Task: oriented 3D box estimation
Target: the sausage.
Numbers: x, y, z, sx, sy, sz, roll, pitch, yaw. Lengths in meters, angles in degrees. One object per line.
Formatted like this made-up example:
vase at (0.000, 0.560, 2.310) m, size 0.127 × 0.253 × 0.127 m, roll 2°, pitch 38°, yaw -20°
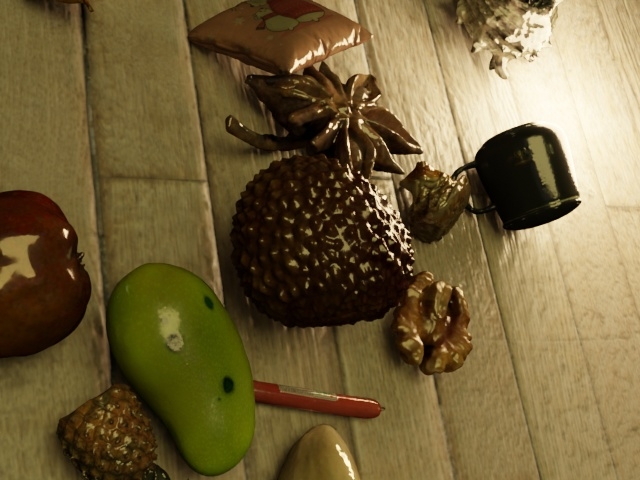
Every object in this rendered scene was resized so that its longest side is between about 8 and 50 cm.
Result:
sausage at (-0.016, 0.233, 1.279) m, size 0.253 × 0.034 × 0.034 m, roll 13°, pitch 62°, yaw -25°

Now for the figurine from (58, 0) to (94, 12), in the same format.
figurine at (-0.416, -0.454, 1.320) m, size 0.156 × 0.131 × 0.246 m, roll -31°, pitch 85°, yaw -1°

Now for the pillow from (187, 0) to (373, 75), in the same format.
pillow at (-0.065, -0.346, 1.454) m, size 0.223 × 0.084 × 0.236 m, roll 30°, pitch 47°, yaw 29°

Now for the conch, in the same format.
conch at (0.367, -0.481, 1.754) m, size 0.241 × 0.186 × 0.313 m, roll 20°, pitch 79°, yaw -10°

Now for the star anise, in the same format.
star anise at (0.015, -0.190, 1.447) m, size 0.292 × 0.109 × 0.349 m, roll 36°, pitch 43°, yaw 8°

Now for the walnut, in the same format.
walnut at (0.176, 0.139, 1.409) m, size 0.143 × 0.069 × 0.170 m, roll 29°, pitch 56°, yaw -13°

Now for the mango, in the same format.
mango at (-0.175, 0.165, 1.155) m, size 0.175 × 0.143 × 0.293 m, roll -23°, pitch 86°, yaw -53°

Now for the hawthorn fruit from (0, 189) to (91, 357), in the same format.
hawthorn fruit at (-0.411, 0.049, 1.060) m, size 0.248 × 0.208 × 0.208 m, roll -14°, pitch 75°, yaw -16°

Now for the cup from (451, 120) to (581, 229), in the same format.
cup at (0.352, -0.105, 1.581) m, size 0.223 × 0.169 × 0.176 m, roll -19°, pitch 84°, yaw 1°

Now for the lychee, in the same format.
lychee at (0.000, 0.000, 1.260) m, size 0.267 × 0.267 × 0.267 m, roll 12°, pitch 63°, yaw -24°

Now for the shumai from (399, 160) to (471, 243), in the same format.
shumai at (0.186, -0.073, 1.499) m, size 0.116 × 0.145 × 0.145 m, roll 34°, pitch 53°, yaw 15°

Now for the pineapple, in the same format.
pineapple at (-0.223, 0.304, 1.089) m, size 0.125 × 0.125 × 0.251 m, roll -30°, pitch 90°, yaw -36°

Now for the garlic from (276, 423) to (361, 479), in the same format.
garlic at (0.014, 0.369, 1.193) m, size 0.164 × 0.145 × 0.245 m, roll 17°, pitch 53°, yaw -59°
